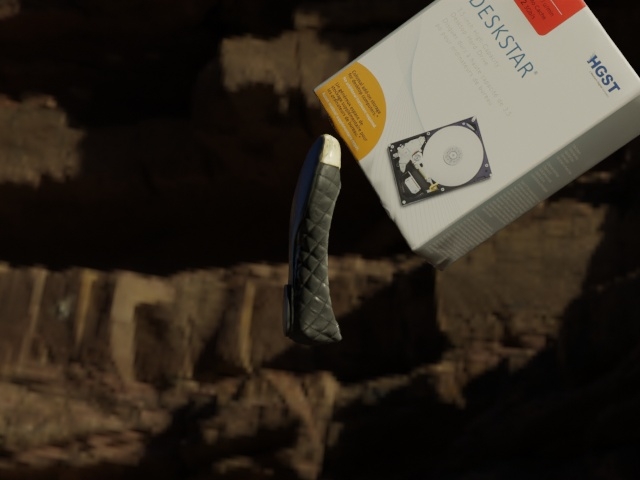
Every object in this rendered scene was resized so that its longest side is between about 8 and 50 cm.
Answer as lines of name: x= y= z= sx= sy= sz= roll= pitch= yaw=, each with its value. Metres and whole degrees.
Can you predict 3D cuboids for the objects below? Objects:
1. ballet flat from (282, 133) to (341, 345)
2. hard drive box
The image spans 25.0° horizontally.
ballet flat: x=0.000 y=0.000 z=1.165 sx=0.049 sy=0.173 sz=0.057 roll=4 pitch=11 yaw=-11
hard drive box: x=0.140 y=-0.117 z=1.233 sx=0.232 sy=0.181 sz=0.089 roll=-36 pitch=-23 yaw=10
